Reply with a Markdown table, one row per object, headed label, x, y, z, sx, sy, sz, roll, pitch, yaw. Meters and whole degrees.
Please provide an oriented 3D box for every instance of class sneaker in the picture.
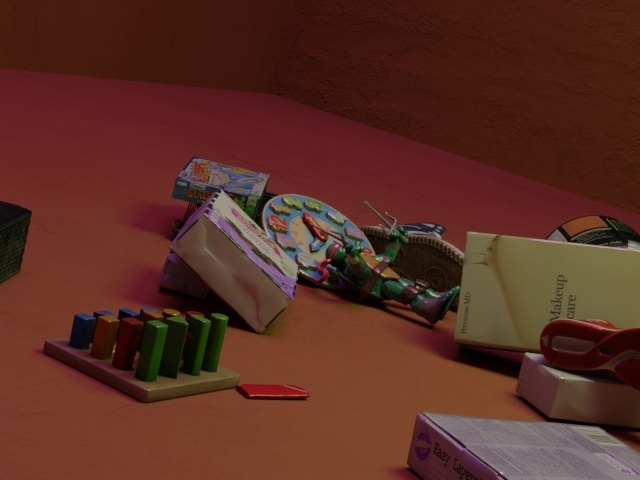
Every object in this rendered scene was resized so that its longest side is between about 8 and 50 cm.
| label | x | y | z | sx | sy | sz | roll | pitch | yaw |
| --- | --- | --- | --- | --- | --- | --- | --- | --- | --- |
| sneaker | 0.190 | 0.033 | 2.397 | 0.153 | 0.099 | 0.282 | -1 | 15 | -45 |
| sneaker | 0.400 | 0.136 | 1.866 | 0.221 | 0.087 | 0.128 | 18 | 13 | 21 |

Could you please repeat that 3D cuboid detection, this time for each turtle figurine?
| label | x | y | z | sx | sy | sz | roll | pitch | yaw |
| --- | --- | --- | --- | --- | --- | --- | --- | --- | --- |
| turtle figurine | 0.091 | 0.040 | 2.207 | 0.234 | 0.118 | 0.175 | 31 | 30 | 9 |

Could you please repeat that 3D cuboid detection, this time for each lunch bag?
| label | x | y | z | sx | sy | sz | roll | pitch | yaw |
| --- | --- | --- | --- | --- | --- | --- | --- | --- | --- |
| lunch bag | -0.182 | 0.044 | 2.024 | 0.071 | 0.053 | 0.083 | 19 | 7 | -4 |

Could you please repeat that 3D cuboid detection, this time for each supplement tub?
| label | x | y | z | sx | sy | sz | roll | pitch | yaw |
| --- | --- | --- | --- | --- | --- | --- | --- | --- | --- |
| supplement tub | 0.434 | 0.070 | 2.266 | 0.193 | 0.194 | 0.316 | 13 | 12 | -2 |

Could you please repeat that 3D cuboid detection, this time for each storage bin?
| label | x | y | z | sx | sy | sz | roll | pitch | yaw |
| --- | --- | --- | --- | --- | --- | --- | --- | --- | --- |
| storage bin | -0.450 | -0.001 | 1.850 | 0.122 | 0.084 | 0.180 | 15 | 11 | 4 |

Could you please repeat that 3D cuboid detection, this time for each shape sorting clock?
| label | x | y | z | sx | sy | sz | roll | pitch | yaw |
| --- | --- | --- | --- | --- | --- | --- | --- | --- | --- |
| shape sorting clock | 0.000 | 0.000 | 2.303 | 0.206 | 0.040 | 0.206 | 20 | 36 | -15 |

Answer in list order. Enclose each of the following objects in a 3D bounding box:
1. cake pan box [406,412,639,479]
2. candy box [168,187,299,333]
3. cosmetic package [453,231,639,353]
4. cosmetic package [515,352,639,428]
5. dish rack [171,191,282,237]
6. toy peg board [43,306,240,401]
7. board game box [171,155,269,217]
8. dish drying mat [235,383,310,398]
| label | x | y | z | sx | sy | sz | roll | pitch | yaw |
| --- | --- | --- | --- | --- | --- | --- | --- | --- | --- |
| cake pan box | 0.250 | 0.252 | 1.488 | 0.245 | 0.070 | 0.267 | 9 | 12 | -30 |
| candy box | -0.111 | 0.024 | 1.983 | 0.165 | 0.070 | 0.196 | 44 | 10 | -7 |
| cosmetic package | 0.348 | 0.084 | 2.019 | 0.309 | 0.160 | 0.113 | 5 | -5 | 11 |
| cosmetic package | 0.381 | 0.201 | 1.904 | 0.239 | 0.060 | 0.099 | 9 | 10 | -22 |
| dish rack | -0.128 | -0.032 | 2.403 | 0.208 | 0.074 | 0.271 | 14 | 12 | 5 |
| toy peg board | -0.191 | 0.107 | 1.641 | 0.160 | 0.079 | 0.161 | 21 | 13 | 33 |
| board game box | -0.158 | -0.088 | 2.379 | 0.136 | 0.035 | 0.201 | 13 | 13 | -1 |
| dish drying mat | -0.053 | 0.171 | 1.670 | 0.083 | 0.008 | 0.032 | 6 | 15 | -35 |
